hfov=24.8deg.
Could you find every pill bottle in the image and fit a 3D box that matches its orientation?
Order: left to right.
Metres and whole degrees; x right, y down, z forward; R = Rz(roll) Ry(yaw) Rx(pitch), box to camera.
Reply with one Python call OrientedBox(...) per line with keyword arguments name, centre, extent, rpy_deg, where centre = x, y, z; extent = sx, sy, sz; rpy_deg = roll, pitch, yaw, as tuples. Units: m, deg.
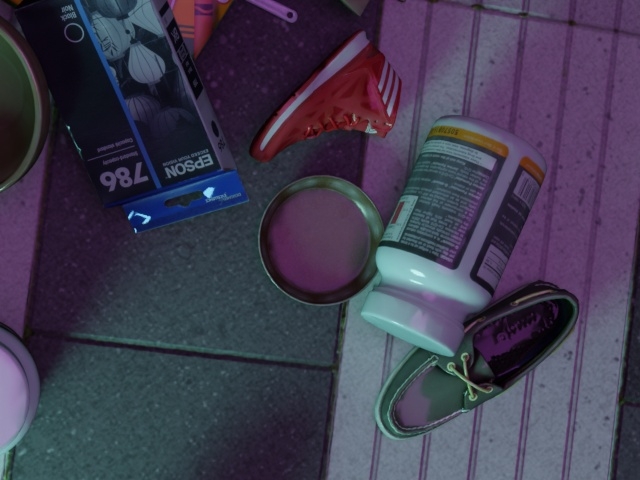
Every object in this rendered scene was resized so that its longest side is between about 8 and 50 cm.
OrientedBox(name="pill bottle", centre=(-0.401, 0.168, 1.653), extent=(0.161, 0.283, 0.161), rpy_deg=(0, 89, -13))
OrientedBox(name="pill bottle", centre=(0.165, -0.005, 1.843), extent=(0.162, 0.162, 0.278), rpy_deg=(27, 81, -11))

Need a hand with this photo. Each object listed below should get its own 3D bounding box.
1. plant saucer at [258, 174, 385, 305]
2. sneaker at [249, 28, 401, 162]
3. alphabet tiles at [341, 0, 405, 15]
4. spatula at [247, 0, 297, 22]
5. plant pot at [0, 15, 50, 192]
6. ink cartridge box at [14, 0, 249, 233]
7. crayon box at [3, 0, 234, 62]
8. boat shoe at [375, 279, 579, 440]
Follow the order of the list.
OrientedBox(name="plant saucer", centre=(0.000, 0.000, 1.878), extent=(0.168, 0.029, 0.168), rpy_deg=(0, 89, -14))
OrientedBox(name="sneaker", centre=(0.020, -0.155, 1.858), extent=(0.128, 0.087, 0.221), rpy_deg=(44, 81, -7))
OrientedBox(name="alphabet tiles", centre=(0.083, -0.471, 1.834), extent=(0.285, 0.011, 0.342), rpy_deg=(37, 79, -45))
OrientedBox(name="spatula", centre=(-0.114, -0.393, 1.867), extent=(0.242, 0.019, 0.168), rpy_deg=(24, 83, -11))
OrientedBox(name="plant pot", centre=(-0.417, -0.172, 1.719), extent=(0.237, 0.110, 0.237), rpy_deg=(4, 108, 13))
OrientedBox(name="ink cartridge box", centre=(-0.219, -0.157, 1.733), extent=(0.165, 0.065, 0.333), rpy_deg=(-17, 114, 14))
OrientedBox(name="crayon box", centre=(-0.224, -0.403, 1.783), extent=(0.313, 0.106, 0.363), rpy_deg=(32, 88, -11))
OrientedBox(name="boat shoe", centre=(0.204, 0.155, 1.888), extent=(0.305, 0.091, 0.109), rpy_deg=(-35, 96, -11))
